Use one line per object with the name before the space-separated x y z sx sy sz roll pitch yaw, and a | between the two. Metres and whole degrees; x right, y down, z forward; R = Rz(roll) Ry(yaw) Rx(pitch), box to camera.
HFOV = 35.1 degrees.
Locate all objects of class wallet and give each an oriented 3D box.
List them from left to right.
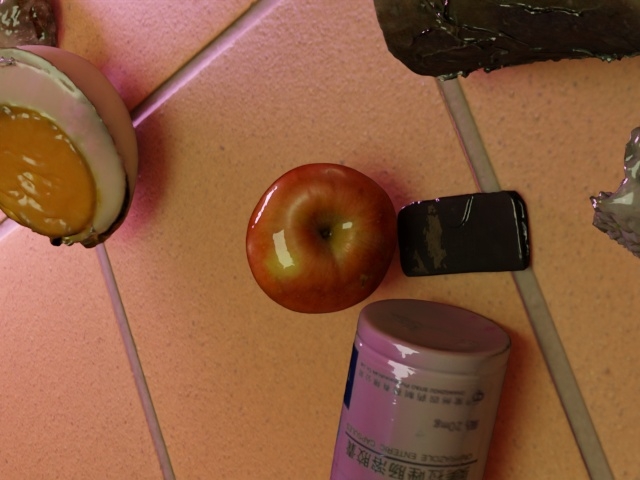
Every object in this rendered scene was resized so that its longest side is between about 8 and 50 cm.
wallet | 0.141 -0.006 1.021 0.156 0.018 0.082 -4 92 45

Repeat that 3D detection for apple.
apple | 0.000 0.000 1.061 0.139 0.163 0.163 141 118 -80

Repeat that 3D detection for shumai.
shumai | -0.491 -0.319 1.512 0.184 0.142 0.184 11 106 45

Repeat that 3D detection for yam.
yam | 0.185 -0.233 0.835 0.271 0.201 0.202 7 101 38

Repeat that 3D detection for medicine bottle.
medicine bottle | 0.091 0.201 1.003 0.152 0.152 0.254 22 110 41

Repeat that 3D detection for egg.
egg | -0.346 -0.144 1.385 0.286 0.174 0.264 49 128 -5

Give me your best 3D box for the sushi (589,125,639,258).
sushi | 0.284 -0.058 0.708 0.139 0.274 0.184 27 95 16
